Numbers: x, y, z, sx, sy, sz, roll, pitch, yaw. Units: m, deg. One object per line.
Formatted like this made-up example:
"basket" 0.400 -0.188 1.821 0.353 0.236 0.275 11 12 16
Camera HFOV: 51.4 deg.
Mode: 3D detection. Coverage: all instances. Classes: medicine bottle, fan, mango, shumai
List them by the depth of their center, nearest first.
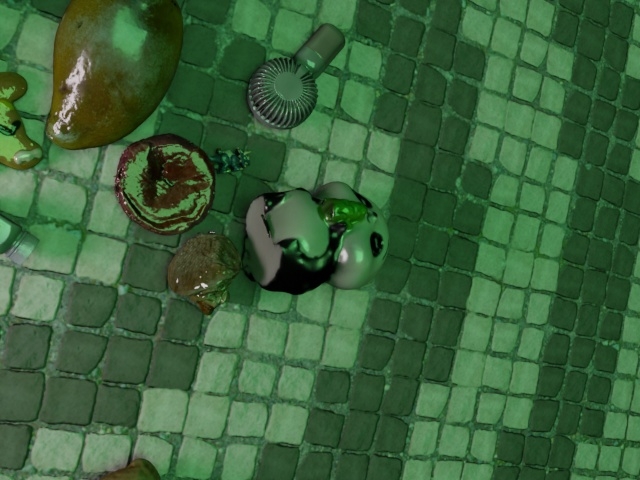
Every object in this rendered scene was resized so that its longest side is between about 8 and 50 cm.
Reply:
"medicine bottle" -0.511 -0.014 1.052 0.118 0.074 0.055 38 76 -23
"mango" -0.340 -0.288 1.083 0.193 0.146 0.316 25 88 -16
"shumai" -0.197 0.066 1.189 0.145 0.146 0.116 -46 133 -16
"fan" -0.037 -0.318 1.266 0.130 0.074 0.244 42 70 -9

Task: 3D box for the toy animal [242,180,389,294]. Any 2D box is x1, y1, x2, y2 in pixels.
"toy animal" 0.003 -0.006 1.220 0.267 0.212 0.212 -9 96 -21

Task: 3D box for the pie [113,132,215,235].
"pie" -0.270 -0.099 1.175 0.183 0.050 0.182 0 91 -20

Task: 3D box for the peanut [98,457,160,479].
"peanut" -0.359 0.494 1.126 0.137 0.122 0.253 25 78 -33

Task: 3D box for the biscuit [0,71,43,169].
"biscuit" -0.541 -0.219 1.052 0.158 0.035 0.240 -20 101 -25

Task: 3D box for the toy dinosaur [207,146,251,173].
"toy dinosaur" -0.169 -0.149 1.229 0.083 0.031 0.047 -12 96 -25
